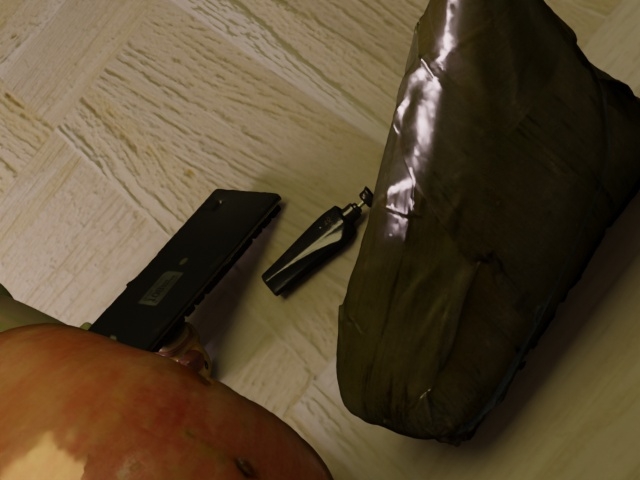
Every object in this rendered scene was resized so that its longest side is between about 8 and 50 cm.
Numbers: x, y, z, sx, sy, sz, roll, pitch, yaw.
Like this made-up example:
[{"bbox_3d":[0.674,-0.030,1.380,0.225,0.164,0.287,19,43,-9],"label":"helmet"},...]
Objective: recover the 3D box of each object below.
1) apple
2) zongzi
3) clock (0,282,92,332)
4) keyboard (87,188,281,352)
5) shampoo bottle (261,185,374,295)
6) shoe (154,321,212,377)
[{"bbox_3d":[-0.189,0.255,1.389,0.391,0.391,0.346,22,79,50],"label":"apple"},{"bbox_3d":[0.097,-0.028,1.337,0.174,0.393,0.356,28,85,27],"label":"zongzi"},{"bbox_3d":[-0.399,0.141,1.697,0.286,0.348,0.117,-44,40,8],"label":"clock"},{"bbox_3d":[-0.157,0.056,1.701,0.106,0.027,0.317,5,43,41],"label":"keyboard"},{"bbox_3d":[0.000,0.000,1.676,0.137,0.027,0.048,-41,42,11],"label":"shampoo bottle"},{"bbox_3d":[-0.150,0.110,1.708,0.109,0.069,0.072,1,37,35],"label":"shoe"}]
